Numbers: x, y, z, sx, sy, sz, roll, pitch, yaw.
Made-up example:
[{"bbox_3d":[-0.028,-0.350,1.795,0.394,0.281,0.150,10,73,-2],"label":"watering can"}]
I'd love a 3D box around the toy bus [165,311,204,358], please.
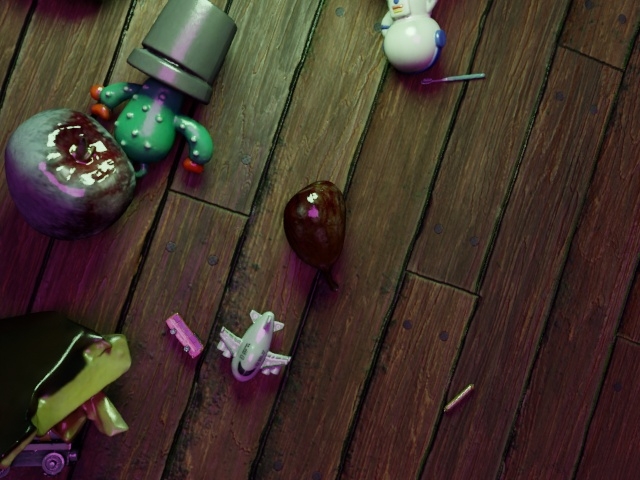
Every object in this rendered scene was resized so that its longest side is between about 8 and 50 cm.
[{"bbox_3d":[-0.313,0.218,1.219,0.043,0.031,0.110,-37,95,-12],"label":"toy bus"}]

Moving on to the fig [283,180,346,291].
[{"bbox_3d":[-0.002,0.000,1.212,0.145,0.170,0.274,-8,112,10],"label":"fig"}]

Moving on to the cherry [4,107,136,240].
[{"bbox_3d":[-0.509,-0.129,1.071,0.255,0.218,0.296,45,128,-12],"label":"cherry"}]

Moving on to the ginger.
[{"bbox_3d":[-0.606,0.334,1.053,0.413,0.358,0.211,-6,127,1],"label":"ginger"}]

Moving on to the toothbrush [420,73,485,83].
[{"bbox_3d":[0.329,-0.401,1.305,0.167,0.014,0.011,-8,83,-8],"label":"toothbrush"}]

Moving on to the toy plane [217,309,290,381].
[{"bbox_3d":[-0.151,0.245,1.217,0.174,0.080,0.174,0,93,-7],"label":"toy plane"}]

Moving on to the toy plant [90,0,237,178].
[{"bbox_3d":[-0.326,-0.316,1.138,0.279,0.185,0.400,27,95,-26],"label":"toy plant"}]

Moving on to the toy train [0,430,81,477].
[{"bbox_3d":[-0.629,0.441,1.154,0.200,0.083,0.132,1,88,-9],"label":"toy train"}]

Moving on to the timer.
[{"bbox_3d":[0.199,-0.576,1.193,0.270,0.270,0.384,-9,108,-8],"label":"timer"}]

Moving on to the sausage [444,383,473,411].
[{"bbox_3d":[0.347,0.394,1.320,0.100,0.015,0.015,-40,96,-5],"label":"sausage"}]
